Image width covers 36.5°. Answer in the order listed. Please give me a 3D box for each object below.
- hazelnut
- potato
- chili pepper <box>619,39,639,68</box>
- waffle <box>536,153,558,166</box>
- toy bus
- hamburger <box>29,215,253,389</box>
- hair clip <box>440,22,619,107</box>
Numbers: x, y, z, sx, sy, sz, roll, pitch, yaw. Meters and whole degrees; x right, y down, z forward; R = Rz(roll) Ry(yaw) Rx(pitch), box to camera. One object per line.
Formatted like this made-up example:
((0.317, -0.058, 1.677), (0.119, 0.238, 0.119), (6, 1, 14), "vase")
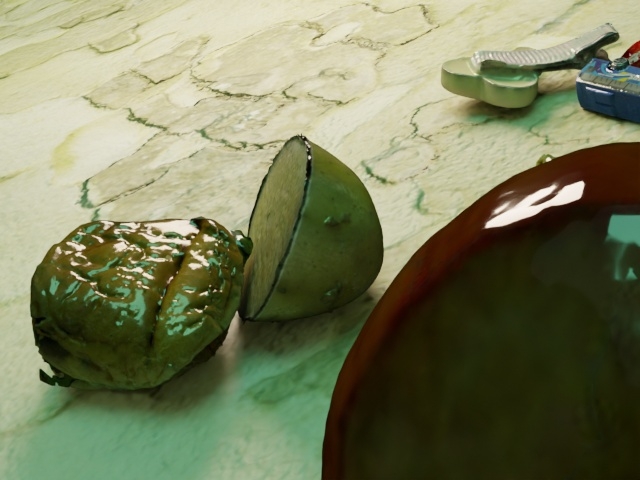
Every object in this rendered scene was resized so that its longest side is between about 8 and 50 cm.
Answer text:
((0.180, 0.105, 0.520), (0.365, 0.366, 0.366), (-10, 32, 6), "hazelnut")
((0.000, 0.000, 0.917), (0.117, 0.182, 0.202), (16, 4, -14), "potato")
((0.423, -0.229, 1.171), (0.168, 0.065, 0.088), (-25, 17, -8), "chili pepper")
((0.273, -0.019, 0.899), (0.214, 0.054, 0.208), (4, 36, 27), "waffle")
((0.360, -0.166, 1.100), (0.061, 0.051, 0.153), (-38, 39, -24), "toy bus")
((-0.170, 0.050, 0.889), (0.206, 0.130, 0.183), (-8, 39, 23), "hamburger")
((0.255, -0.219, 1.206), (0.218, 0.071, 0.159), (-9, 26, 1), "hair clip")
